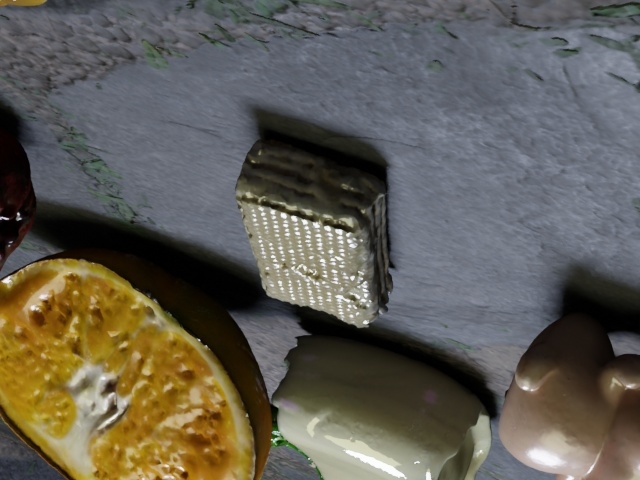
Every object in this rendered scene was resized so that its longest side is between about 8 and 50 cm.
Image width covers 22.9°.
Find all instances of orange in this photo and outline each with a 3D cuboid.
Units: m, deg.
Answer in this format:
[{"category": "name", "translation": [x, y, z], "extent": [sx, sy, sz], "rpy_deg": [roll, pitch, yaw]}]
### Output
[{"category": "orange", "translation": [-0.185, 0.153, 1.586], "extent": [0.310, 0.274, 0.274], "rpy_deg": [54, -176, 37]}]

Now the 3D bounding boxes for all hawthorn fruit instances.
[{"category": "hawthorn fruit", "translation": [-0.345, -0.041, 1.368], "extent": [0.188, 0.169, 0.169], "rpy_deg": [21, 162, 17]}]

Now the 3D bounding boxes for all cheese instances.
[{"category": "cheese", "translation": [0.054, 0.193, 1.635], "extent": [0.233, 0.127, 0.266], "rpy_deg": [19, 159, 19]}]

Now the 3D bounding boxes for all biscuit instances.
[{"category": "biscuit", "translation": [0.000, 0.000, 1.244], "extent": [0.108, 0.062, 0.239], "rpy_deg": [18, 162, 11]}]

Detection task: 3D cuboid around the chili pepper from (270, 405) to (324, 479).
[{"category": "chili pepper", "translation": [-0.045, 0.253, 1.998], "extent": [0.182, 0.073, 0.050], "rpy_deg": [22, 140, 16]}]

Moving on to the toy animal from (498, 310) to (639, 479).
[{"category": "toy animal", "translation": [0.244, 0.151, 1.253], "extent": [0.197, 0.171, 0.171], "rpy_deg": [25, 163, 13]}]

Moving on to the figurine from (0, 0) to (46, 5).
[{"category": "figurine", "translation": [-0.301, -0.095, 1.000], "extent": [0.208, 0.257, 0.181], "rpy_deg": [34, 158, -32]}]

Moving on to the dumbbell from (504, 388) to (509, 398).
[{"category": "dumbbell", "translation": [0.196, 0.163, 1.526], "extent": [0.036, 0.040, 0.083], "rpy_deg": [50, 170, 19]}]
